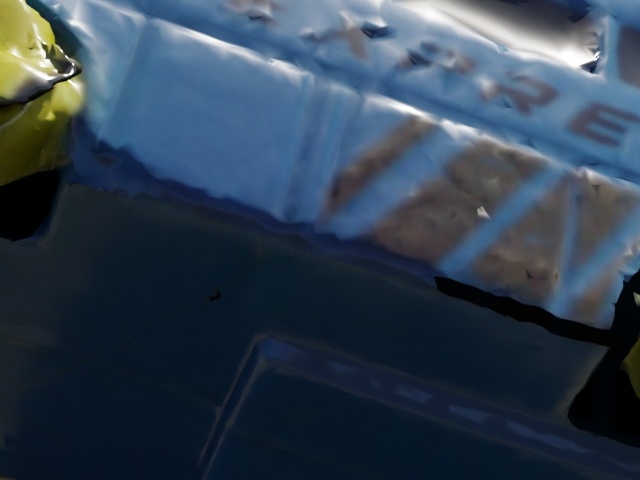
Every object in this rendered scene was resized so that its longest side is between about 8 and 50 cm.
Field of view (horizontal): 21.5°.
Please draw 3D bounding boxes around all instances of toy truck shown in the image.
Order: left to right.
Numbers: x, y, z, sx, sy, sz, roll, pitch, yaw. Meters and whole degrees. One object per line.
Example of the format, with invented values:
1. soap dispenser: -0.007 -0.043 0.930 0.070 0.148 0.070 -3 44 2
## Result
1. toy truck: 0.000 0.000 0.433 0.161 0.385 0.162 114 171 -47
